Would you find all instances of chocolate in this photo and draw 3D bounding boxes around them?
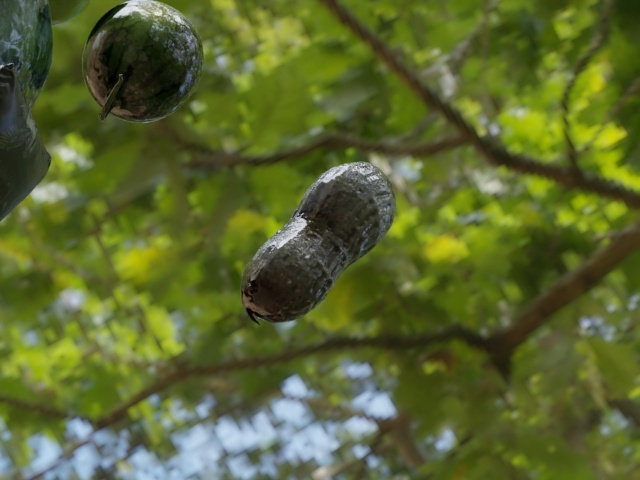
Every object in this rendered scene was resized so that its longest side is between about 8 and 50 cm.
[{"bbox_3d":[0.000,0.000,2.267,0.110,0.248,0.110,27,-32,19],"label":"chocolate"}]

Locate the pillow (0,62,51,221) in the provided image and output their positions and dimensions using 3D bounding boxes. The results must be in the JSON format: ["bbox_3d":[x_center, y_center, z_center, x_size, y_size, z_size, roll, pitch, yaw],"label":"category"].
[{"bbox_3d":[-0.325,-0.082,1.894,0.055,0.141,0.208,36,-20,20],"label":"pillow"}]

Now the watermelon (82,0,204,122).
[{"bbox_3d":[-0.219,-0.198,2.287,0.140,0.187,0.141,21,-39,19],"label":"watermelon"}]

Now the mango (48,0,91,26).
[{"bbox_3d":[-0.367,-0.378,2.477,0.149,0.185,0.273,60,-29,36],"label":"mango"}]

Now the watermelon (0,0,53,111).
[{"bbox_3d":[-0.425,-0.267,2.074,0.213,0.320,0.290,8,-88,47],"label":"watermelon"}]
